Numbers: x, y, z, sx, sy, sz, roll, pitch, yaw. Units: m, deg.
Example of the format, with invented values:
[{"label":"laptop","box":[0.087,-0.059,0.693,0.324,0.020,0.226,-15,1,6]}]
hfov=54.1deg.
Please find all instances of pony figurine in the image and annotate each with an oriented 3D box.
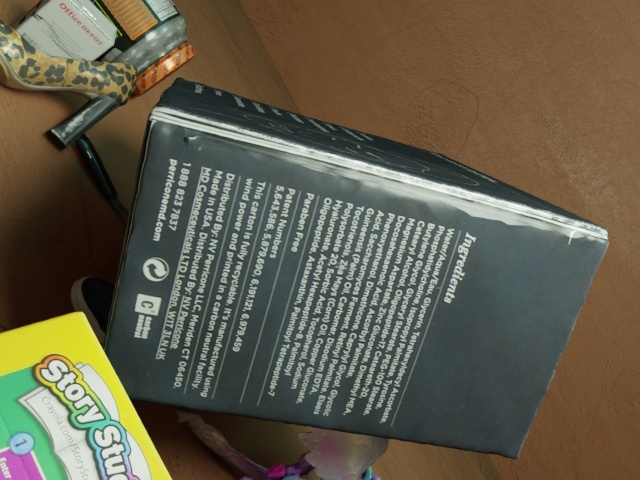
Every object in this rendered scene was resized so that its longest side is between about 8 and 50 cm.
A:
[{"label":"pony figurine","box":[-0.025,0.380,0.897,0.351,0.303,0.363,55,33,-39]}]

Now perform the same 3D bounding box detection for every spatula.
[{"label":"spatula","box":[-0.331,-0.057,1.058,0.296,0.030,0.084,57,21,-9]}]

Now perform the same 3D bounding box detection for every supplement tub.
[{"label":"supplement tub","box":[-0.398,-0.455,1.226,0.316,0.194,0.193,55,19,-18]}]

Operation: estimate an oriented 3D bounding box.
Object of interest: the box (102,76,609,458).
[{"label":"box","box":[0.000,0.000,0.830,0.472,0.297,0.480,12,14,-13]}]

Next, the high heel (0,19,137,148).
[{"label":"high heel","box":[-0.412,-0.298,0.972,0.186,0.093,0.261,-50,128,-25]}]

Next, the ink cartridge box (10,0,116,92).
[{"label":"ink cartridge box","box":[-0.428,-0.335,1.030,0.109,0.150,0.063,45,24,-38]}]

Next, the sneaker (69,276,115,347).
[{"label":"sneaker","box":[-0.211,0.119,0.914,0.282,0.153,0.099,47,22,-34]}]

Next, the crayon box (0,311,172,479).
[{"label":"crayon box","box":[-0.242,0.257,0.426,0.313,0.106,0.363,-15,63,-46]}]
